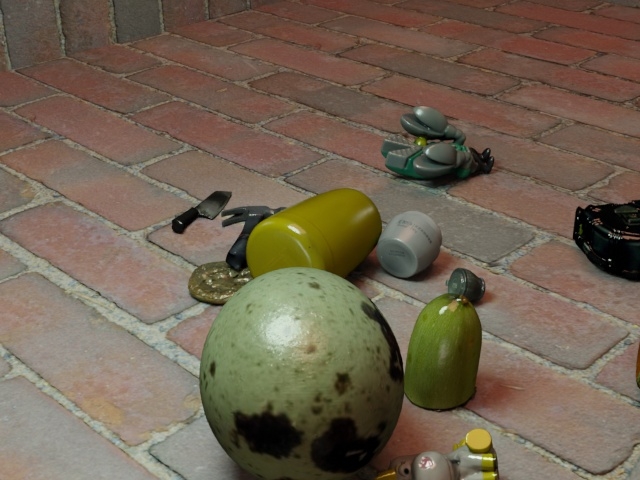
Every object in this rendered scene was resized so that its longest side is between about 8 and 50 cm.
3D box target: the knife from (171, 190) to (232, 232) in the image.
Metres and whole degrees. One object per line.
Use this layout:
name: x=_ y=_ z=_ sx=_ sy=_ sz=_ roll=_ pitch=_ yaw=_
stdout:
knife: x=-0.251 y=-0.068 z=2.199 sx=0.060 sy=0.028 sz=0.230 roll=21 pitch=29 yaw=14

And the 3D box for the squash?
squash: x=0.196 y=0.166 z=1.561 sx=0.123 sy=0.186 sz=0.123 roll=4 pitch=31 yaw=-2

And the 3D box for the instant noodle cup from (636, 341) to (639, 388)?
instant noodle cup: x=0.615 y=0.145 z=1.559 sx=0.182 sy=0.230 sz=0.230 roll=15 pitch=30 yaw=11

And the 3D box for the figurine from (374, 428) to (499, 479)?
figurine: x=0.162 y=0.321 z=1.375 sx=0.178 sy=0.109 sz=0.130 roll=-10 pitch=2 yaw=-16

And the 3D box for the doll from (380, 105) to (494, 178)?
doll: x=0.271 y=-0.223 z=2.336 sx=0.258 sy=0.153 sz=0.195 roll=-15 pitch=44 yaw=-34

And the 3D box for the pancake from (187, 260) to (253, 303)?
pancake: x=-0.178 y=0.077 z=1.908 sx=0.158 sy=0.028 sz=0.158 roll=-3 pitch=26 yaw=2

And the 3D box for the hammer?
hammer: x=-0.154 y=-0.012 z=2.041 sx=0.137 sy=0.037 sz=0.290 roll=1 pitch=21 yaw=7

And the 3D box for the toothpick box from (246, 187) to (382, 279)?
toothpick box: x=0.000 y=0.000 z=1.895 sx=0.175 sy=0.174 sz=0.271 roll=15 pitch=28 yaw=29

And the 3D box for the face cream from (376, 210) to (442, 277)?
face cream: x=0.171 y=0.007 z=1.932 sx=0.117 sy=0.117 sz=0.104 roll=16 pitch=41 yaw=29

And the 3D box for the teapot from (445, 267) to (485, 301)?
teapot: x=0.268 y=0.085 z=1.849 sx=0.057 sy=0.066 sz=0.088 roll=11 pitch=0 yaw=-20

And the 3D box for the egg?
egg: x=-0.030 y=0.186 z=1.416 sx=0.288 sy=0.287 sz=0.379 roll=-6 pitch=17 yaw=-10

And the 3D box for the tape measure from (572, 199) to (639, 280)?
tape measure: x=0.611 y=-0.008 z=1.956 sx=0.199 sy=0.112 sz=0.186 roll=-7 pitch=30 yaw=-8
